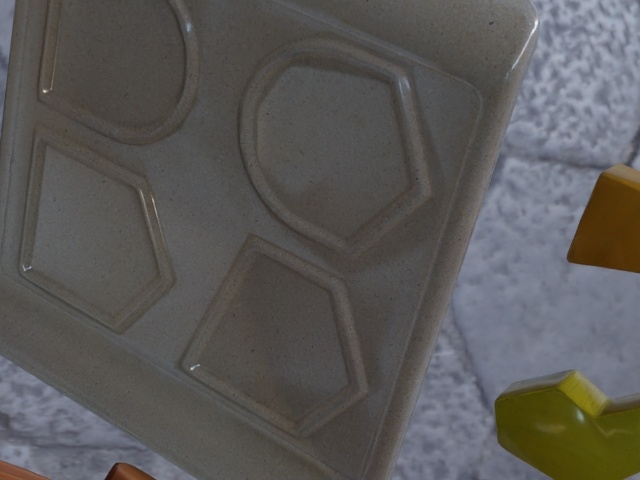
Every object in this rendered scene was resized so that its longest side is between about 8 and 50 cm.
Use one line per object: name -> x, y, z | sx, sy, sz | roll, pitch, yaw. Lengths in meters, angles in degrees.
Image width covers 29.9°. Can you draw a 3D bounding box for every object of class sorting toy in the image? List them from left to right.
sorting toy -> 0.000, 0.000, 0.452 | 0.041, 0.307, 0.229 | -26, 138, -56

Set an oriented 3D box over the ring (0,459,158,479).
ring -> 0.006, 0.116, 0.260 | 0.336, 0.336, 0.032 | 33, 85, -22
